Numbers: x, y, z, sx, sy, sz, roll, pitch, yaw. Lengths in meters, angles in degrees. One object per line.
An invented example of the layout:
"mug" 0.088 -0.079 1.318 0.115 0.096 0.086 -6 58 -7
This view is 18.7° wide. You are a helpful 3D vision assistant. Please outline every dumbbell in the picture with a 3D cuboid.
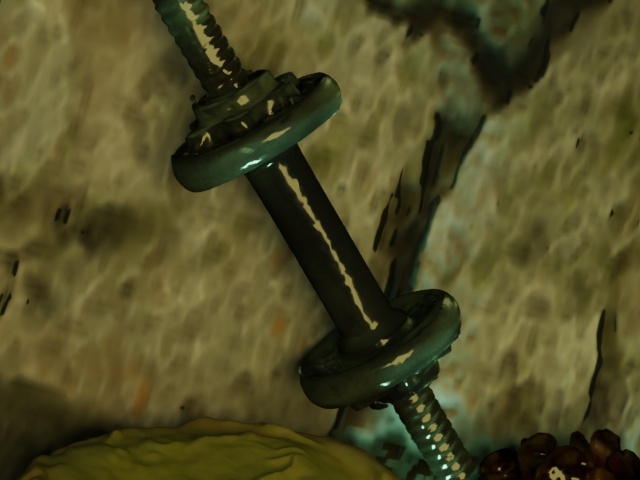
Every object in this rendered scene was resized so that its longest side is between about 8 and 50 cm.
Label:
"dumbbell" 0.000 0.000 0.846 0.081 0.081 0.254 -34 104 -13

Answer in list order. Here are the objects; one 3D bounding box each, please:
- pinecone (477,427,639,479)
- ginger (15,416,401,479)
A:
"pinecone" 0.132 0.157 0.868 0.173 0.173 0.174 -2 95 -18
"ginger" -0.073 0.186 0.819 0.275 0.130 0.221 14 101 -20
